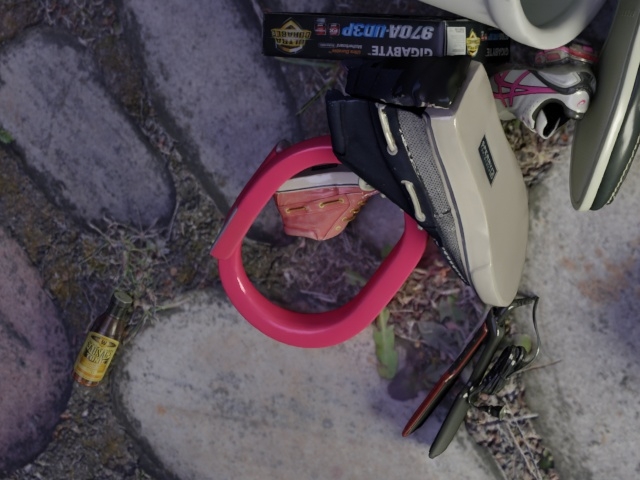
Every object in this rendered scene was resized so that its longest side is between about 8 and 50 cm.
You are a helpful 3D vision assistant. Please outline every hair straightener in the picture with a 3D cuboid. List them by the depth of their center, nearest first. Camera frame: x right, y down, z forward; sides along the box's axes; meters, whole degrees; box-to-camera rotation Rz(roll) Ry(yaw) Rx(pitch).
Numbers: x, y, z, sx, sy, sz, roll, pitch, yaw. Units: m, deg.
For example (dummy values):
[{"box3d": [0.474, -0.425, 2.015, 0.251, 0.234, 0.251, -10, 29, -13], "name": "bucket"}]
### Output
[{"box3d": [0.186, 0.159, 2.058, 0.089, 0.047, 0.230, 41, 110, 17], "name": "hair straightener"}]

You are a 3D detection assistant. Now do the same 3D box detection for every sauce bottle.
[{"box3d": [-0.273, 0.123, 2.300, 0.042, 0.042, 0.128, 33, 113, 21], "name": "sauce bottle"}]

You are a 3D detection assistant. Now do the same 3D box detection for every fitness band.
[{"box3d": [0.000, 0.000, 2.073, 0.209, 0.054, 0.291, 30, 124, -10], "name": "fitness band"}]

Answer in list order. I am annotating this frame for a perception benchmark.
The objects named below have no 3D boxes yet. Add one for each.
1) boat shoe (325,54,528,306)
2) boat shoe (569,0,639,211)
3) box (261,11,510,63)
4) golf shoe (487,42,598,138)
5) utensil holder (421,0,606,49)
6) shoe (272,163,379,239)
[{"box3d": [0.115, -0.067, 1.939, 0.158, 0.127, 0.340, 8, 139, 26], "name": "boat shoe"}, {"box3d": [0.346, -0.183, 1.875, 0.113, 0.127, 0.340, 12, 99, -11], "name": "boat shoe"}, {"box3d": [0.072, -0.219, 1.981, 0.220, 0.175, 0.051, 6, 99, 27], "name": "box"}, {"box3d": [0.222, -0.147, 1.927, 0.186, 0.067, 0.086, 159, 121, -65], "name": "golf shoe"}, {"box3d": [0.110, -0.406, 1.855, 0.385, 0.327, 0.328, 23, 108, 27], "name": "utensil holder"}, {"box3d": [0.032, -0.052, 2.100, 0.178, 0.063, 0.081, -6, 117, 18], "name": "shoe"}]
